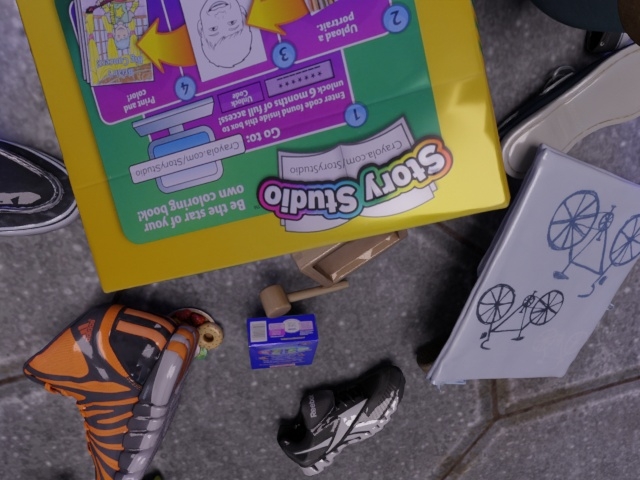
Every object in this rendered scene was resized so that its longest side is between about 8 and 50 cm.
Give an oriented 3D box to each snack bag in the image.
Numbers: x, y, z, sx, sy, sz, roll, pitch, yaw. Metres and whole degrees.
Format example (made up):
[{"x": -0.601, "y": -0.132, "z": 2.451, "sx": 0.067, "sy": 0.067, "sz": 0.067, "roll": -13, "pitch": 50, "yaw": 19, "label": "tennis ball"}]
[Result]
[{"x": 0.331, "y": 0.065, "z": 0.596, "sx": 0.322, "sy": 0.037, "sz": 0.343, "roll": 8, "pitch": 111, "yaw": -30, "label": "snack bag"}]

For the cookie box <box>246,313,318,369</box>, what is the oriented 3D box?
[{"x": -0.054, "y": 0.142, "z": 0.575, "sx": 0.091, "sy": 0.040, "sz": 0.107, "roll": -2, "pitch": 148, "yaw": -9, "label": "cookie box"}]

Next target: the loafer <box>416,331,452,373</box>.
[{"x": 0.224, "y": 0.172, "z": 0.657, "sx": 0.147, "sy": 0.056, "sz": 0.050, "roll": -24, "pitch": 117, "yaw": 6, "label": "loafer"}]

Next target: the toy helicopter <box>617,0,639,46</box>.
[{"x": 0.218, "y": -0.272, "z": 0.172, "sx": 0.234, "sy": 0.140, "sz": 0.356, "roll": 6, "pitch": 112, "yaw": -10, "label": "toy helicopter"}]

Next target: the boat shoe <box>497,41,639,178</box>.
[{"x": 0.325, "y": -0.169, "z": 0.529, "sx": 0.254, "sy": 0.079, "sz": 0.095, "roll": -37, "pitch": 114, "yaw": 8, "label": "boat shoe"}]

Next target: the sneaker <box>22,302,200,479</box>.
[{"x": -0.291, "y": 0.215, "z": 0.564, "sx": 0.179, "sy": 0.125, "sz": 0.322, "roll": 22, "pitch": 107, "yaw": -4, "label": "sneaker"}]

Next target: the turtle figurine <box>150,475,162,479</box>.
[{"x": -0.339, "y": 0.473, "z": 0.658, "sx": 0.217, "sy": 0.087, "sz": 0.270, "roll": -20, "pitch": 104, "yaw": -10, "label": "turtle figurine"}]

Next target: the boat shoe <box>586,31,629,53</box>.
[{"x": 0.350, "y": -0.300, "z": 0.501, "sx": 0.040, "sy": 0.049, "sz": 0.142, "roll": -13, "pitch": 114, "yaw": -4, "label": "boat shoe"}]

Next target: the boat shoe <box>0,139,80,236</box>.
[{"x": -0.398, "y": -0.076, "z": 0.407, "sx": 0.300, "sy": 0.102, "sz": 0.108, "roll": 16, "pitch": 81, "yaw": -22, "label": "boat shoe"}]

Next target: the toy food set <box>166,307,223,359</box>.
[{"x": -0.187, "y": 0.134, "z": 0.590, "sx": 0.082, "sy": 0.020, "sz": 0.083, "roll": -40, "pitch": 112, "yaw": 7, "label": "toy food set"}]

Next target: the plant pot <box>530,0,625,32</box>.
[{"x": 0.260, "y": -0.347, "z": 0.357, "sx": 0.247, "sy": 0.252, "sz": 0.247, "roll": 40, "pitch": 99, "yaw": -20, "label": "plant pot"}]

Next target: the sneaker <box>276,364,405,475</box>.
[{"x": 0.025, "y": 0.266, "z": 0.644, "sx": 0.234, "sy": 0.078, "sz": 0.106, "roll": -43, "pitch": 114, "yaw": 10, "label": "sneaker"}]

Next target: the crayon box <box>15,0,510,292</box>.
[{"x": -0.057, "y": -0.144, "z": 0.372, "sx": 0.362, "sy": 0.106, "sz": 0.314, "roll": -12, "pitch": 98, "yaw": 14, "label": "crayon box"}]

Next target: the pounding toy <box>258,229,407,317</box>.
[{"x": -0.002, "y": 0.006, "z": 0.529, "sx": 0.206, "sy": 0.181, "sz": 0.094, "roll": -34, "pitch": 69, "yaw": 4, "label": "pounding toy"}]
